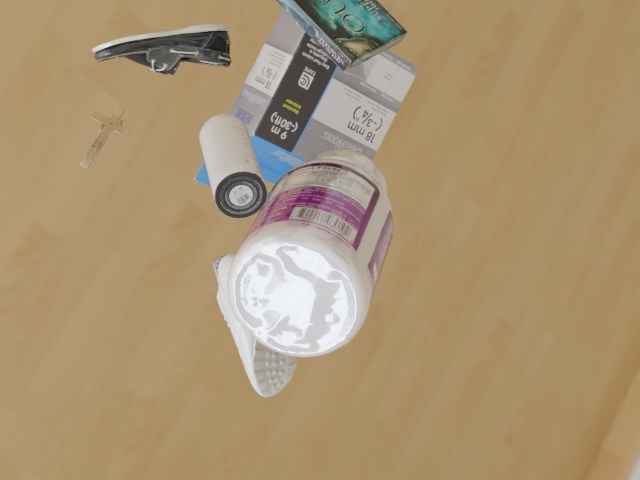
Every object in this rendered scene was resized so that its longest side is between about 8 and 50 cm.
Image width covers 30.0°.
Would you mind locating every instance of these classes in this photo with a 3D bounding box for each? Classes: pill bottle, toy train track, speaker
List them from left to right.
[{"bbox_3d":[-0.242,-0.113,1.329,0.048,0.014,0.083,30,66,-3],"label":"toy train track"},{"bbox_3d":[-0.092,-0.080,1.241,0.055,0.136,0.055,-6,123,-10],"label":"speaker"},{"bbox_3d":[0.000,0.000,1.483,0.301,0.169,0.169,-65,147,-61],"label":"pill bottle"}]

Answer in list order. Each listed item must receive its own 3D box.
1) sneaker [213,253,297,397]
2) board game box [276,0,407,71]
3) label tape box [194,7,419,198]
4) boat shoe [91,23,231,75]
[{"bbox_3d":[-0.104,0.129,1.837,0.090,0.095,0.235,-26,115,-38],"label":"sneaker"},{"bbox_3d":[0.014,-0.319,1.616,0.126,0.186,0.026,-34,167,-39],"label":"board game box"},{"bbox_3d":[-0.018,-0.191,1.952,0.241,0.106,0.333,23,97,-38],"label":"label tape box"},{"bbox_3d":[-0.265,-0.315,2.008,0.233,0.084,0.079,-7,98,-7],"label":"boat shoe"}]
